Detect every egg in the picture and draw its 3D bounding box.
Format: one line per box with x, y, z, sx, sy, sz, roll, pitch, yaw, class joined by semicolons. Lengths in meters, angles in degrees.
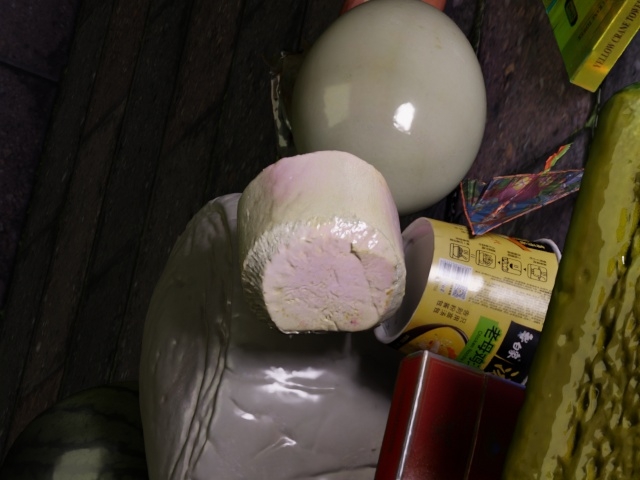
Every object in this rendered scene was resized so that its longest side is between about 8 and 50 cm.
0.068;-0.134;1.889;0.188;0.189;0.253;-51;16;40;egg

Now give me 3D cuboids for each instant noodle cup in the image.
0.123;0.050;1.663;0.151;0.122;0.151;-54;23;35;instant noodle cup

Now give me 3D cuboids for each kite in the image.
0.176;-0.044;1.665;0.190;0.010;0.159;-2;31;48;kite

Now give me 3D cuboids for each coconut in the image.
0.000;0.000;1.646;0.147;0.147;0.152;-59;22;28;coconut

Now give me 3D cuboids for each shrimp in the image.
-0.024;-0.132;2.291;0.168;0.077;0.317;-63;24;24;shrimp

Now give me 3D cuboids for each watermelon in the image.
-0.208;0.289;2.053;0.359;0.279;0.279;-27;46;61;watermelon

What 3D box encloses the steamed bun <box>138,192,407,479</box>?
-0.031;0.108;1.821;0.236;0.247;0.383;-58;22;35;steamed bun

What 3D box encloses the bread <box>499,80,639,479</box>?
0.256;0.071;1.172;0.251;0.208;0.376;6;77;62;bread

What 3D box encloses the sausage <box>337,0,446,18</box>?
0.073;-0.238;2.091;0.113;0.114;0.259;3;72;69;sausage

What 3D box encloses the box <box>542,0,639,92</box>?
0.248;-0.234;1.747;0.121;0.030;0.193;-57;24;30;box

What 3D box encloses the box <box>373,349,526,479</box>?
0.133;0.161;1.451;0.048;0.175;0.112;-24;50;64;box
